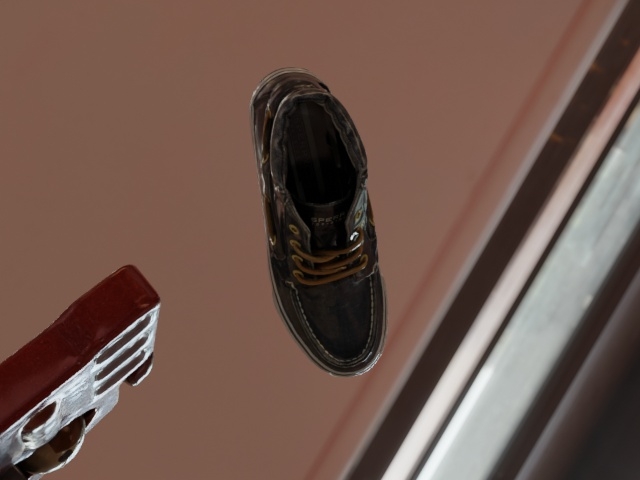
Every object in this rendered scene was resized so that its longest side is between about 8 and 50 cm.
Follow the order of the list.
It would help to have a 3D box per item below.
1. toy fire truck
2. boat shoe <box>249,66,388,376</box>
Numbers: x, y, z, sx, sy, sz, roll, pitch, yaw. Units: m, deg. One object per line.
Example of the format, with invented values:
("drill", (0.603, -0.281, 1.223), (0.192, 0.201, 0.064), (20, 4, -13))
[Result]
("toy fire truck", (-0.227, 0.145, 1.080), (0.169, 0.254, 0.302), (49, 162, 10))
("boat shoe", (0.000, 0.000, 0.765), (0.083, 0.065, 0.183), (-122, 17, -73))
